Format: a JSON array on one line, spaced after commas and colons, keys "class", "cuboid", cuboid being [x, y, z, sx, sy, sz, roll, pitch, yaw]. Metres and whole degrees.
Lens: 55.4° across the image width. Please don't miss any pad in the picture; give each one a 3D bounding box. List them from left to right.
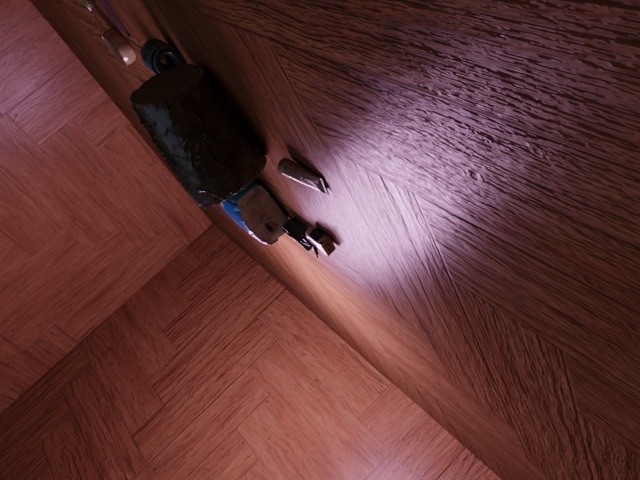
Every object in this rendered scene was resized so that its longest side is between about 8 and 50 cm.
[{"class": "pad", "cuboid": [-0.631, -0.686, 1.809, 0.113, 0.006, 0.188, 40, 167, 36]}]

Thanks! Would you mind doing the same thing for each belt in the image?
[{"class": "belt", "cuboid": [-0.369, -0.400, 1.615, 0.072, 0.087, 0.302, 30, 161, 36]}]

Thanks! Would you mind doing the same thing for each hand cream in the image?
[{"class": "hand cream", "cuboid": [-0.039, -0.152, 1.404, 0.143, 0.039, 0.061, 29, 155, 31]}]

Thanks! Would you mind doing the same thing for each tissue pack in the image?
[{"class": "tissue pack", "cuboid": [-0.236, -0.106, 2.033, 0.209, 0.137, 0.269, 51, 168, -30]}, {"class": "tissue pack", "cuboid": [0.000, 0.000, 1.760, 0.083, 0.042, 0.062, 36, 167, 44]}]

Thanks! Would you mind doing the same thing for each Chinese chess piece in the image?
[{"class": "Chinese chess piece", "cuboid": [-0.656, -0.632, 1.988, 0.122, 0.051, 0.122, 45, 167, 13]}]

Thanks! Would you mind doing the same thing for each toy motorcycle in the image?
[{"class": "toy motorcycle", "cuboid": [-0.057, -0.015, 1.898, 0.173, 0.058, 0.100, 36, 172, 49]}]

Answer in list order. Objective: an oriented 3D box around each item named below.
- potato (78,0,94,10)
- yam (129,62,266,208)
[{"class": "potato", "cuboid": [-0.750, -0.777, 1.824, 0.198, 0.054, 0.119, 41, 168, 4]}, {"class": "yam", "cuboid": [-0.298, -0.259, 1.532, 0.241, 0.241, 0.348, 34, 161, 50]}]
